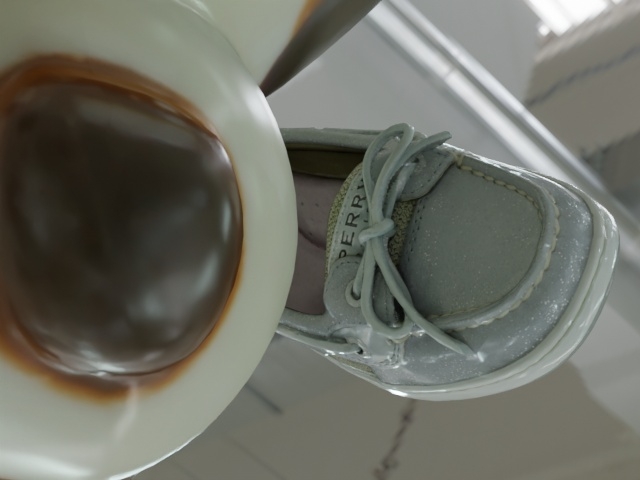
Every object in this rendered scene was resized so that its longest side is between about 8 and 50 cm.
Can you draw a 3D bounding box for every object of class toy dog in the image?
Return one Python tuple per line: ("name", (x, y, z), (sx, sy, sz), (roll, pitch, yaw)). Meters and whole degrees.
("toy dog", (-0.090, -0.096, 0.699), (0.284, 0.395, 0.408), (-40, -150, 56))

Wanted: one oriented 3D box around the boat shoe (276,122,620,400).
("boat shoe", (0.000, -0.003, 0.836), (0.320, 0.103, 0.118), (14, -99, 48))
